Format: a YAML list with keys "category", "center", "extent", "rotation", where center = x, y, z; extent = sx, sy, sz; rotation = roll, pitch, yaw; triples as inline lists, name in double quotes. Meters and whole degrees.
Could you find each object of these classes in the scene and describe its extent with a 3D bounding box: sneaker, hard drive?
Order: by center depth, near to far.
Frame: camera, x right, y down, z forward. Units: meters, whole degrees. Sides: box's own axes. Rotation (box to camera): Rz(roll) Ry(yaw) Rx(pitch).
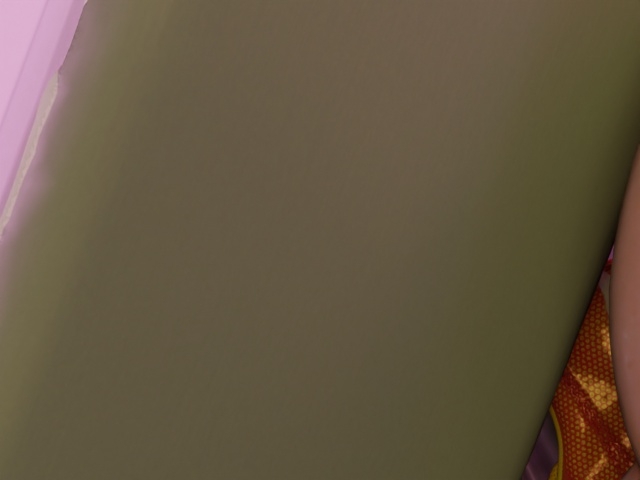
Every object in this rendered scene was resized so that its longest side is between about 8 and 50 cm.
- category: "hard drive"
  center: [0.000, 0.000, 0.404]
  extent: [0.047, 0.233, 0.353]
  rotation: [24, 94, 39]
- category: "sneaker"
  center: [0.117, 0.093, 0.519]
  extent: [0.067, 0.064, 0.175]
  rotation: [-33, 74, 25]

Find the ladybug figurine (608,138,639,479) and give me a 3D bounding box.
- category: "ladybug figurine"
  center: [0.278, -0.033, 0.433]
  extent: [0.449, 0.162, 0.305]
  rotation: [-28, 91, 5]
